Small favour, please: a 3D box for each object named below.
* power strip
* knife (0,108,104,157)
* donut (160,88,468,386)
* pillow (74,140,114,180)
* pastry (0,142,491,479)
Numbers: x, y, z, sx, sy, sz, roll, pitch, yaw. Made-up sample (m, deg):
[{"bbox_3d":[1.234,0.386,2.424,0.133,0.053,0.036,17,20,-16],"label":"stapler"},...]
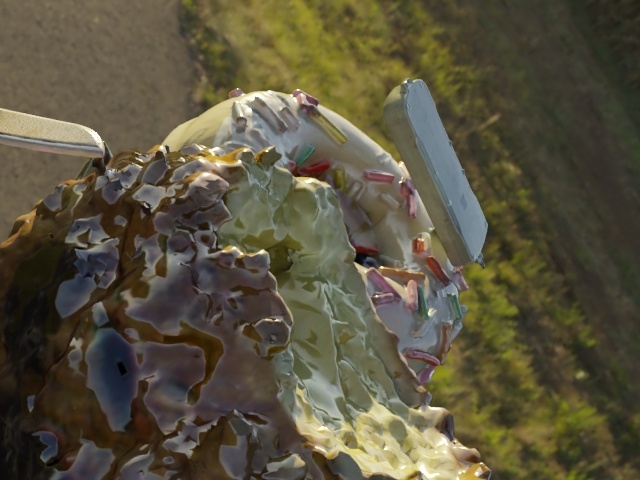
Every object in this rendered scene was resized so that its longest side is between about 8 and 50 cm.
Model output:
[{"bbox_3d":[0.124,-0.064,1.239,0.227,0.029,0.080,63,31,-21],"label":"power strip"},{"bbox_3d":[-0.294,-0.103,1.073,0.046,0.256,0.022,-47,144,-48],"label":"knife"},{"bbox_3d":[0.000,0.000,1.238,0.383,0.142,0.382,31,36,-25],"label":"donut"},{"bbox_3d":[-0.224,-0.005,1.295,0.113,0.038,0.203,-63,152,-27],"label":"pillow"},{"bbox_3d":[-0.098,0.141,0.780,0.292,0.337,0.405,24,34,-60],"label":"pastry"}]
